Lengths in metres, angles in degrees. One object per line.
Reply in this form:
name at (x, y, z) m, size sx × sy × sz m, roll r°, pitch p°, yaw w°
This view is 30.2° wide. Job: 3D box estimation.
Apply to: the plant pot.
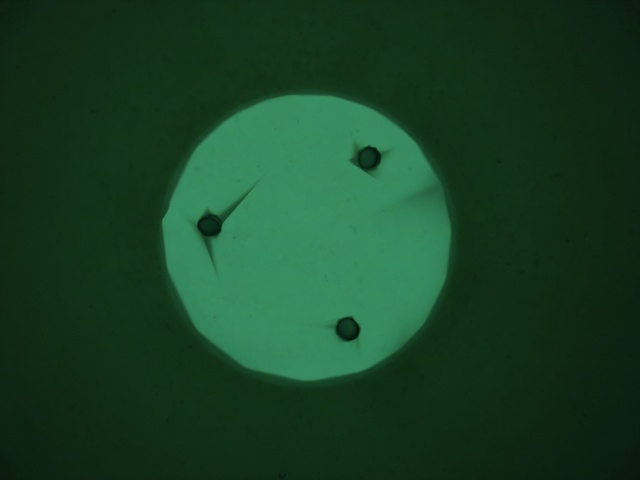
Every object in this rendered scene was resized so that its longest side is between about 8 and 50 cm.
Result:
plant pot at (0.000, 0.000, 0.445) m, size 0.284 × 0.191 × 0.284 m, roll 0°, pitch 92°, yaw -4°
